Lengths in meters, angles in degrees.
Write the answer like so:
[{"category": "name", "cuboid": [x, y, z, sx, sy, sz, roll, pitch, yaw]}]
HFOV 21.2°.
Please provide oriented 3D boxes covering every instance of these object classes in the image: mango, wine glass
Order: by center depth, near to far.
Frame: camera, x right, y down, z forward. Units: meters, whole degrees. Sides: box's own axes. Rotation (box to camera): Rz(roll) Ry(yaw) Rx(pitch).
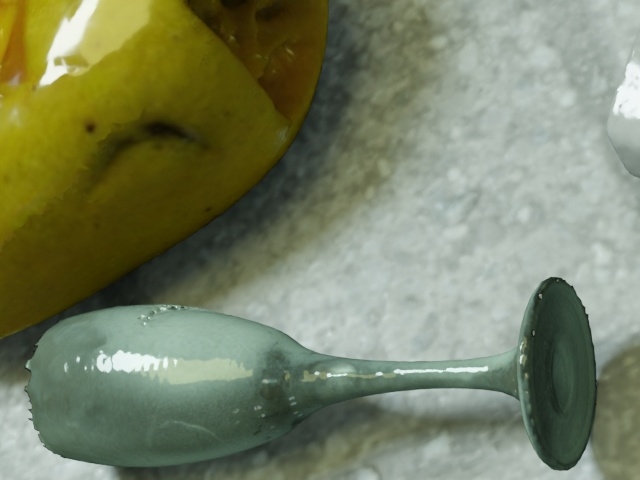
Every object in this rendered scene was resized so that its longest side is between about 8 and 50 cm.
[{"category": "wine glass", "cuboid": [0.000, 0.000, 0.962, 0.310, 0.096, 0.264, -4, 63, 29]}, {"category": "mango", "cuboid": [-0.151, -0.083, 1.060, 0.365, 0.182, 0.253, -51, 53, 9]}]

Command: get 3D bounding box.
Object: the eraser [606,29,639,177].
[{"category": "eraser", "cuboid": [0.298, -0.077, 0.842, 0.270, 0.095, 0.174, 22, 73, 36]}]
